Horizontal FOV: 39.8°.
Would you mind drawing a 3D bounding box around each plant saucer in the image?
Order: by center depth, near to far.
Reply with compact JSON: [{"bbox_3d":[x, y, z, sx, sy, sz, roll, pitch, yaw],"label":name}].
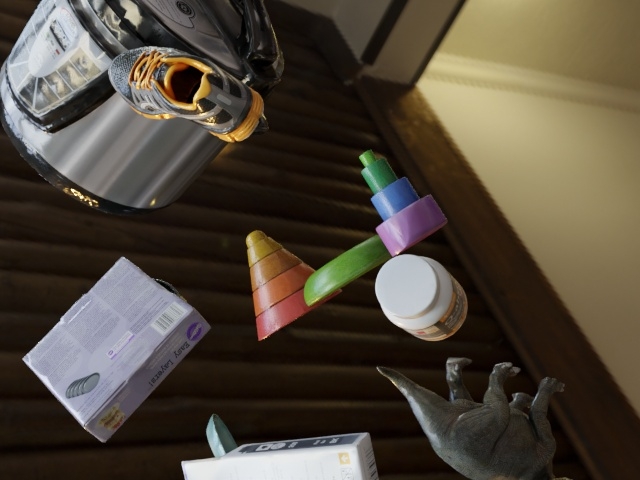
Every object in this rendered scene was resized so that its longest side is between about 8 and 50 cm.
[{"bbox_3d":[-0.144,0.321,1.343,0.021,0.119,0.119,-28,-124,-1],"label":"plant saucer"}]

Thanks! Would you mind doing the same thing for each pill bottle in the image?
[{"bbox_3d":[0.220,0.124,1.930,0.162,0.162,0.278,49,-175,23],"label":"pill bottle"}]

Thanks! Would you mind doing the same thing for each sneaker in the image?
[{"bbox_3d":[-0.159,-0.173,0.953,0.215,0.084,0.083,20,176,34],"label":"sneaker"}]

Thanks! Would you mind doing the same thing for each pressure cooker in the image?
[{"bbox_3d":[-0.269,-0.297,1.414,0.370,0.420,0.375,35,-150,-24],"label":"pressure cooker"}]

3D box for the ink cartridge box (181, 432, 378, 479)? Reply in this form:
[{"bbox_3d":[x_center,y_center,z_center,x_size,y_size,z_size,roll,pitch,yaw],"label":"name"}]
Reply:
[{"bbox_3d":[-0.028,0.312,0.915,0.045,0.208,0.206,-16,-86,-66],"label":"ink cartridge box"}]

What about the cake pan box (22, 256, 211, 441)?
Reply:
[{"bbox_3d":[-0.346,0.171,1.495,0.245,0.070,0.267,27,-111,41],"label":"cake pan box"}]

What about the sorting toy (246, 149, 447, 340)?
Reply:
[{"bbox_3d":[0.000,0.000,1.006,0.127,0.365,0.126,-28,-96,-34],"label":"sorting toy"}]

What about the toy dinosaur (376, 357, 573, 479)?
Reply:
[{"bbox_3d":[0.211,0.237,1.088,0.313,0.121,0.160,30,-121,-21],"label":"toy dinosaur"}]
